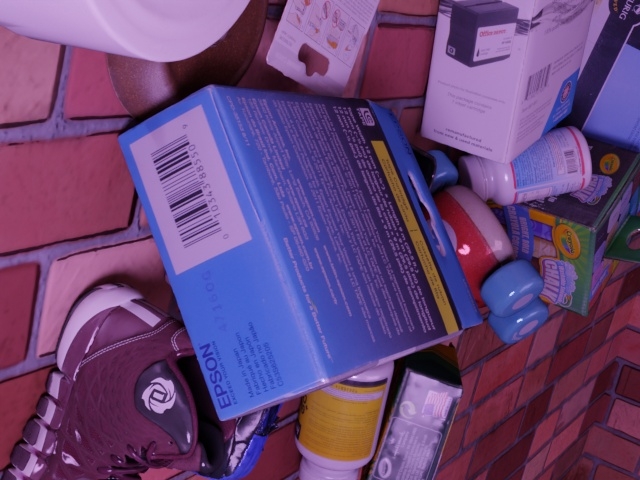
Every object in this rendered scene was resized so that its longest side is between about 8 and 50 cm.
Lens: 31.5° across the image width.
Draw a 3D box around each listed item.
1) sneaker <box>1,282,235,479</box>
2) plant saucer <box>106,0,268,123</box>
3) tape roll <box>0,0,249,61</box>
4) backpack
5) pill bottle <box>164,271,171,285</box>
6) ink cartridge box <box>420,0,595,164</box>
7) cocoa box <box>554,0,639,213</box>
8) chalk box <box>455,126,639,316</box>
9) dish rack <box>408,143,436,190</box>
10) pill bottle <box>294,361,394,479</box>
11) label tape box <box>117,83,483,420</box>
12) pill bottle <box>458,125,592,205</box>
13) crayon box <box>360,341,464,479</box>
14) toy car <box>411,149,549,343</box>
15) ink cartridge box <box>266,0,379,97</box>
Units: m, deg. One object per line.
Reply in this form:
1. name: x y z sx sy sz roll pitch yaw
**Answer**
1. sneaker: -0.163 0.189 0.941 0.106 0.163 0.281 1 109 -63
2. plant saucer: -0.097 -0.183 0.931 0.198 0.036 0.198 -42 144 -41
3. tape roll: -0.119 -0.258 0.710 0.286 0.100 0.286 12 90 -68
4. backpack: -0.091 0.184 1.155 0.120 0.098 0.101 -67 158 -5
5. pill bottle: -0.111 0.004 1.038 0.043 0.043 0.083 5 104 -64
6. ink cartridge box: 0.245 -0.282 1.406 0.223 0.129 0.307 -35 139 -49
7. cocoa box: 0.475 -0.253 1.684 0.231 0.228 0.347 -35 152 -49
8. chalk box: 0.344 -0.030 1.610 0.180 0.289 0.179 -49 149 -34
9. dish rack: 0.025 0.009 1.273 0.208 0.074 0.271 14 97 -63
10. pill bottle: 0.024 0.216 1.397 0.103 0.103 0.184 -24 130 -56
11. label tape box: 0.000 0.000 1.024 0.348 0.115 0.249 -7 74 -63
12. pill bottle: 0.267 -0.094 1.493 0.087 0.160 0.087 169 -90 -84
13. crayon box: 0.122 0.247 1.553 0.318 0.081 0.202 -41 149 -84
14. toy car: 0.122 0.056 1.411 0.238 0.219 0.210 -34 155 -1
15. ink cartridge box: 0.006 -0.254 1.051 0.224 0.056 0.181 -68 157 2
